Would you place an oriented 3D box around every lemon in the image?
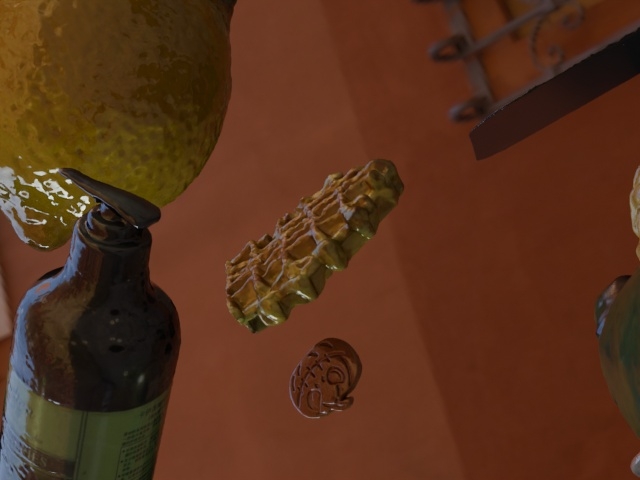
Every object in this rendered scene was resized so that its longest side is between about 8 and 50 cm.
[{"bbox_3d":[-0.186,-0.120,1.078,0.228,0.228,0.253,43,-123,-30],"label":"lemon"}]

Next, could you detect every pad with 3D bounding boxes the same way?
[{"bbox_3d":[0.243,-0.176,0.854,0.063,0.375,0.315,60,-175,5],"label":"pad"}]

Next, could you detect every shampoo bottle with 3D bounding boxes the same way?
[{"bbox_3d":[-0.143,0.091,0.853,0.101,0.284,0.101,11,-149,-6],"label":"shampoo bottle"}]

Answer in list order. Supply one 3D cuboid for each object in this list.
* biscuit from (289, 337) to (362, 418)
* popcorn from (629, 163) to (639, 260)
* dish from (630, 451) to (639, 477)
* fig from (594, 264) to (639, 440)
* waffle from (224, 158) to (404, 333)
[{"bbox_3d":[0.006,0.147,1.446,0.015,0.091,0.078,15,-153,-52],"label":"biscuit"},{"bbox_3d":[0.419,-0.064,1.284,0.225,0.265,0.332,-25,-73,-76],"label":"popcorn"},{"bbox_3d":[0.381,0.208,1.172,0.229,0.229,0.081,24,-126,-47],"label":"dish"},{"bbox_3d":[0.167,0.040,0.381,0.195,0.245,0.195,9,-105,-39],"label":"fig"},{"bbox_3d":[0.000,-0.001,1.439,0.057,0.219,0.229,49,-176,-13],"label":"waffle"}]
